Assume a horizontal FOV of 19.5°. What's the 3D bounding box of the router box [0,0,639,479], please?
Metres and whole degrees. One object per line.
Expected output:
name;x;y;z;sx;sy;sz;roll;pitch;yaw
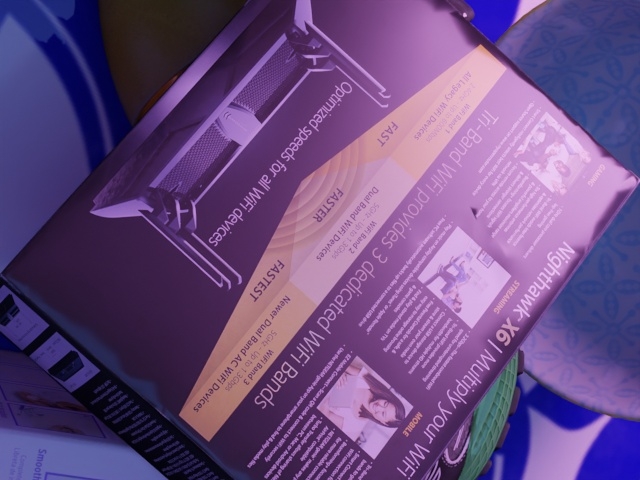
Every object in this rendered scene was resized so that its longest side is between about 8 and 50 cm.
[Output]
router box;0.000;0.000;1.045;0.243;0.081;0.309;43;65;-6

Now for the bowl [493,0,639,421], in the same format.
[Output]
bowl;0.243;-0.034;1.243;0.156;0.289;0.289;-12;106;-57

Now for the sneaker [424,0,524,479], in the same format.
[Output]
sneaker;0.032;0.014;1.207;0.146;0.134;0.343;-11;96;-42

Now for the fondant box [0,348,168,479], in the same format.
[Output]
fondant box;-0.139;0.140;1.139;0.330;0.238;0.096;9;96;-17

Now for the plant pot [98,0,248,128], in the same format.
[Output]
plant pot;-0.086;-0.144;1.176;0.134;0.134;0.095;-33;82;-8
